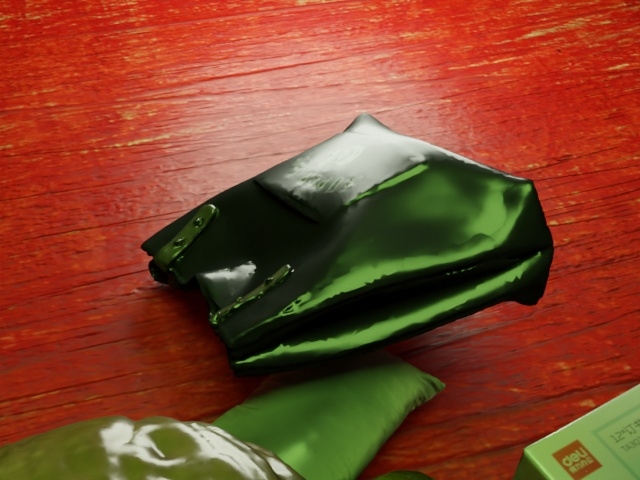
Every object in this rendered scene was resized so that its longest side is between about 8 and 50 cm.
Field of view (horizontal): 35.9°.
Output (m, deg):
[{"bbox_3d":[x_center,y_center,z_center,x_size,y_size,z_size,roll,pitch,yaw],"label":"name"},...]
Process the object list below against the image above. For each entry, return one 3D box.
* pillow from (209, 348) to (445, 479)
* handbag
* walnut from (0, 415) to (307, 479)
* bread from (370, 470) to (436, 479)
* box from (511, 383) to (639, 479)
[{"bbox_3d":[-0.023,0.155,0.817,0.144,0.078,0.254,26,46,28],"label":"pillow"},{"bbox_3d":[0.000,0.000,0.902,0.288,0.152,0.342,-25,27,-19],"label":"handbag"},{"bbox_3d":[-0.096,0.261,0.559,0.333,0.332,0.332,4,44,-3],"label":"walnut"},{"bbox_3d":[0.065,0.220,0.744,0.156,0.110,0.103,-24,46,-29],"label":"bread"},{"bbox_3d":[0.299,0.188,0.822,0.269,0.079,0.135,-22,52,-27],"label":"box"}]
